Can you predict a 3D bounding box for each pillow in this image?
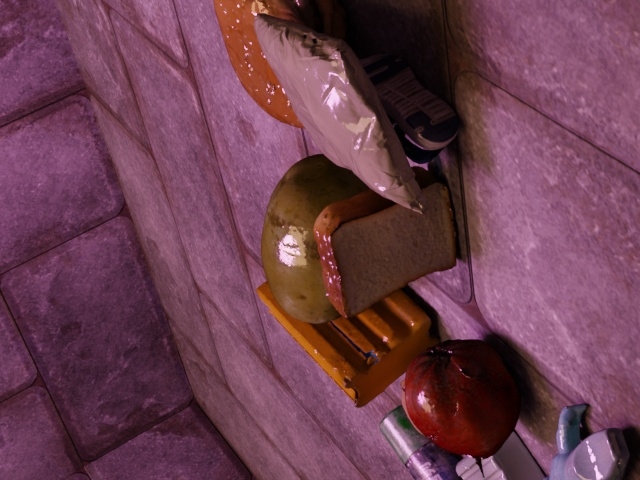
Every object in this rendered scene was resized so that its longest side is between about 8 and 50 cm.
[{"bbox_3d":[0.019,-0.181,1.600,0.280,0.076,0.274,38,161,54],"label":"pillow"}]

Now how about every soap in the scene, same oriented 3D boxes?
[{"bbox_3d":[0.049,0.138,2.064,0.324,0.204,0.096,44,166,45],"label":"soap"},{"bbox_3d":[0.310,0.408,1.967,0.119,0.066,0.198,58,161,15],"label":"soap"}]

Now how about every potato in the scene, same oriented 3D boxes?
[{"bbox_3d":[-0.003,-0.001,1.942,0.216,0.215,0.304,48,131,34],"label":"potato"}]

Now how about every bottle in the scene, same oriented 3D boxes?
[{"bbox_3d":[0.240,0.464,2.190,0.330,0.093,0.093,51,159,27],"label":"bottle"}]

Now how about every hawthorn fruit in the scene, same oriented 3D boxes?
[{"bbox_3d":[0.231,0.271,1.808,0.181,0.181,0.235,23,134,61],"label":"hawthorn fruit"}]

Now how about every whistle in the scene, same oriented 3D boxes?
[{"bbox_3d":[0.387,0.345,1.647,0.274,0.093,0.186,101,163,-58],"label":"whistle"}]

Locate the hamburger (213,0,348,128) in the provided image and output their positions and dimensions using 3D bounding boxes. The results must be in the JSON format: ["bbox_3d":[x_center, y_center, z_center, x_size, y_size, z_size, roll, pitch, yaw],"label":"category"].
[{"bbox_3d":[-0.061,-0.316,1.794,0.259,0.144,0.283,39,149,48],"label":"hamburger"}]

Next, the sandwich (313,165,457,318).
[{"bbox_3d":[0.100,0.002,1.707,0.065,0.214,0.186,40,151,50],"label":"sandwich"}]

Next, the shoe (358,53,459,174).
[{"bbox_3d":[0.108,-0.184,1.612,0.207,0.091,0.106,49,153,23],"label":"shoe"}]

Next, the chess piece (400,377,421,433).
[{"bbox_3d":[0.201,0.293,2.045,0.137,0.137,0.301,57,172,12],"label":"chess piece"}]
